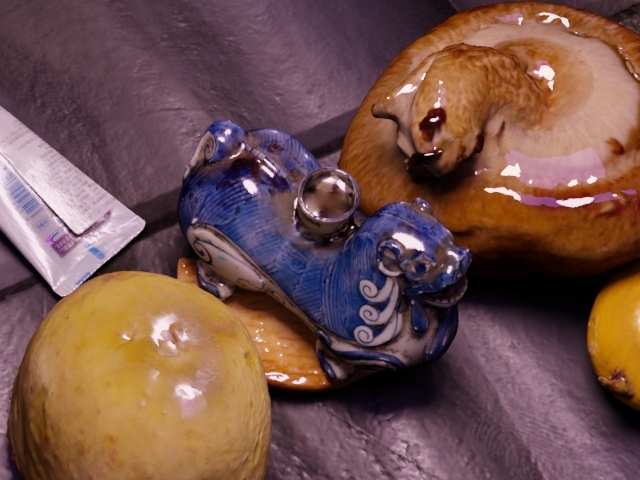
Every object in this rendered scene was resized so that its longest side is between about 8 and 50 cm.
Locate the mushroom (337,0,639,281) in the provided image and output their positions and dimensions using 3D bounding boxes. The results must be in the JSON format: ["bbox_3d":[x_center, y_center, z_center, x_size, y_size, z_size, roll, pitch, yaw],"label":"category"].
[{"bbox_3d":[0.193,-0.105,1.685,0.345,0.260,0.345,-3,50,4],"label":"mushroom"}]

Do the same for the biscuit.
[{"bbox_3d":[-0.021,0.078,1.669,0.224,0.033,0.144,3,56,-11],"label":"biscuit"}]

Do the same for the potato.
[{"bbox_3d":[-0.140,0.141,1.506,0.242,0.242,0.285,-1,55,-10],"label":"potato"}]

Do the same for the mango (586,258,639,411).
[{"bbox_3d":[0.369,0.070,1.701,0.317,0.119,0.176,-20,60,-31],"label":"mango"}]

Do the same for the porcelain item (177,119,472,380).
[{"bbox_3d":[0.000,0.000,1.596,0.288,0.186,0.138,38,58,14],"label":"porcelain item"}]

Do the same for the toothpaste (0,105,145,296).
[{"bbox_3d":[-0.308,-0.078,1.708,0.299,0.073,0.114,42,59,9],"label":"toothpaste"}]
